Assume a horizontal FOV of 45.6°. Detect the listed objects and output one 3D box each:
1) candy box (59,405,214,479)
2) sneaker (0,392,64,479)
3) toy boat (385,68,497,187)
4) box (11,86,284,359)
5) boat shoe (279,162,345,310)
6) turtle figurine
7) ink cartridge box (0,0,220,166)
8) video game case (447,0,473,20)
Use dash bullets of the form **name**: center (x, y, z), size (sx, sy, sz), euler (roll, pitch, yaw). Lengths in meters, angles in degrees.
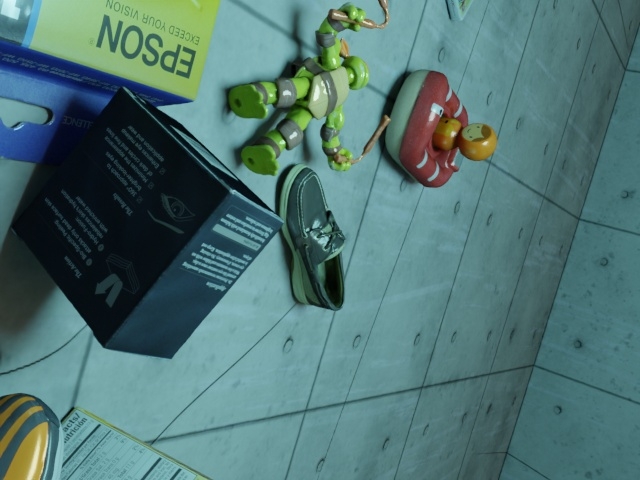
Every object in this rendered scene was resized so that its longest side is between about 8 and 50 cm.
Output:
- **candy box**: center (-0.120, 0.295, 0.724), size (0.087, 0.316, 0.183), euler (-51, 144, -35)
- **sneaker**: center (-0.326, 0.226, 0.534), size (0.321, 0.124, 0.180), euler (-57, 148, -25)
- **toy boat**: center (0.201, -0.165, 1.186), size (0.231, 0.151, 0.151), euler (29, 80, -60)
- **box**: center (-0.145, -0.013, 0.635), size (0.158, 0.156, 0.093), euler (-50, 152, 5)
- **boat shoe**: center (-0.001, 0.001, 1.014), size (0.080, 0.073, 0.224), euler (-44, 141, -40)
- **turtle figurine**: center (-0.009, -0.182, 0.888), size (0.217, 0.087, 0.270), euler (-36, 144, -36)
- **ink cartridge box**: center (-0.194, -0.207, 0.582), size (0.303, 0.072, 0.308), euler (3, 101, -60)
- **video game case**: center (0.241, -0.493, 1.205), size (0.212, 0.023, 0.193), euler (-61, 149, -21)
